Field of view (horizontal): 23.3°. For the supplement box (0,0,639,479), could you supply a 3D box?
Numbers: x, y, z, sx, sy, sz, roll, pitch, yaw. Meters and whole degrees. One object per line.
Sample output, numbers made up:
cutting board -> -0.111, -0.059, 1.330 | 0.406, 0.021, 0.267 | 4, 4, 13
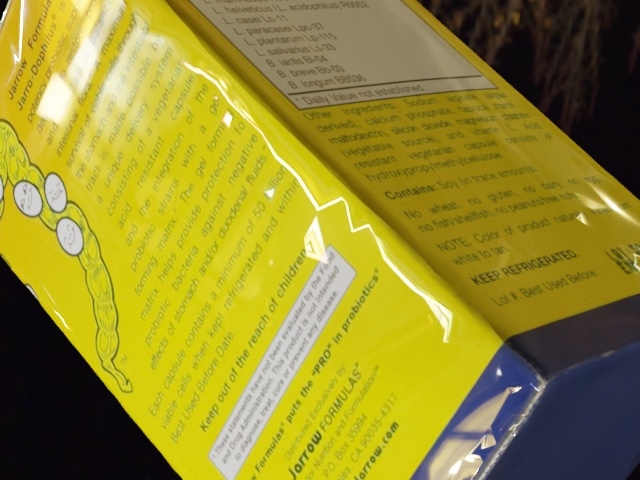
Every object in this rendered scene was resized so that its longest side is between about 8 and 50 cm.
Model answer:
supplement box -> 0.000, 0.000, 0.795 | 0.194, 0.195, 0.356 | -11, -131, -48
